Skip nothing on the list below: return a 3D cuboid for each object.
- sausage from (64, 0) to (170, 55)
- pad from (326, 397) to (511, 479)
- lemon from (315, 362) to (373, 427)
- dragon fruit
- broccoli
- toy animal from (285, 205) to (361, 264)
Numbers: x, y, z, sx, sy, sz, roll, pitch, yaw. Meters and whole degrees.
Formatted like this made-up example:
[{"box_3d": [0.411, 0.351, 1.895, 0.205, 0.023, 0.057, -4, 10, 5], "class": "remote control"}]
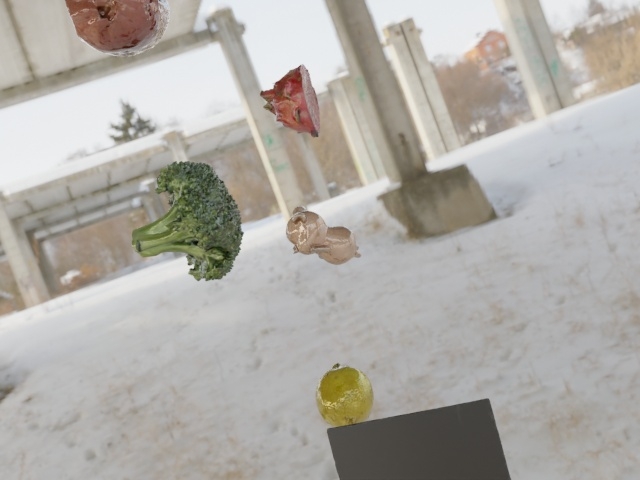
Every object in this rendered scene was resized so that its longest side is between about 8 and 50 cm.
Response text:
[{"box_3d": [-0.328, -0.376, 1.329, 0.152, 0.152, 0.279, -21, 12, -1], "class": "sausage"}, {"box_3d": [0.176, 0.401, 1.438, 0.300, 0.202, 0.005, -15, 1, 15], "class": "pad"}, {"box_3d": [0.071, 0.460, 2.372, 0.174, 0.173, 0.206, -20, 44, 11], "class": "lemon"}, {"box_3d": [-0.066, -0.279, 1.689, 0.111, 0.153, 0.153, -12, 4, 14], "class": "dragon fruit"}, {"box_3d": [-0.293, -0.042, 1.914, 0.260, 0.288, 0.235, -18, -3, 36], "class": "broccoli"}, {"box_3d": [0.003, -0.006, 1.372, 0.150, 0.089, 0.083, 28, -19, -23], "class": "toy animal"}]
